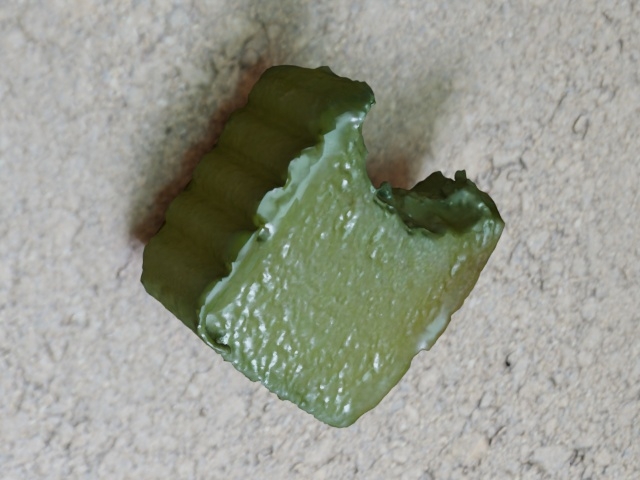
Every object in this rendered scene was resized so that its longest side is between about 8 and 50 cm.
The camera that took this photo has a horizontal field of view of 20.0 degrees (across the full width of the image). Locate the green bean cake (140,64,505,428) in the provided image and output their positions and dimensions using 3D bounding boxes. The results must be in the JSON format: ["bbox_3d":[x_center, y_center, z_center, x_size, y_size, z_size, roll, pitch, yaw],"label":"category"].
[{"bbox_3d":[0.000,0.000,1.394,0.233,0.124,0.236,-53,134,-2],"label":"green bean cake"}]
